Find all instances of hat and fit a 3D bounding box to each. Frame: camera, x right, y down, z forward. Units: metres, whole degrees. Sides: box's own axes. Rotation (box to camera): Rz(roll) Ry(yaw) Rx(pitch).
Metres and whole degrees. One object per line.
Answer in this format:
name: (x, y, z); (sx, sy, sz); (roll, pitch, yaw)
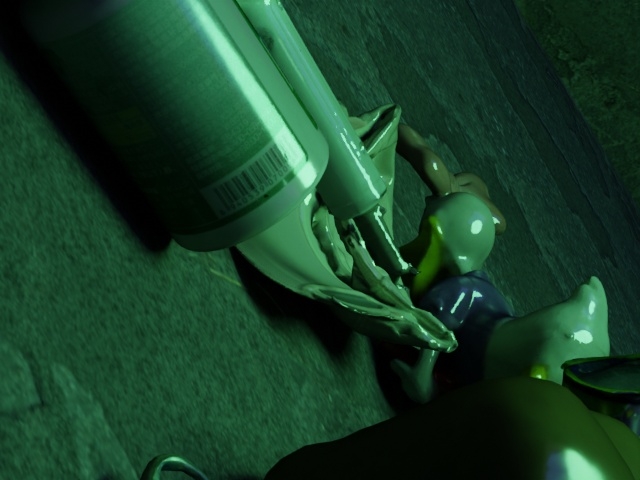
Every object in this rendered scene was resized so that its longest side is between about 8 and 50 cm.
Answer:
hat: (0.000, 0.000, 1.514); (0.226, 0.164, 0.219); (-1, 69, -29)

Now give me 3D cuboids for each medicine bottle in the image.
medicine bottle: (-0.114, -0.132, 1.249); (0.274, 0.133, 0.133); (57, 18, -27)

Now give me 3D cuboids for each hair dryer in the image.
hair dryer: (-0.030, -0.105, 1.381); (0.357, 0.173, 0.107); (59, 19, -12)

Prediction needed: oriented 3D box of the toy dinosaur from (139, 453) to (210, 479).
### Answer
toy dinosaur: (-0.059, 0.267, 0.957); (0.147, 0.076, 0.363); (58, 13, -64)

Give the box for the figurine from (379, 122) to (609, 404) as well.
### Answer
figurine: (0.151, 0.070, 1.640); (0.154, 0.193, 0.421); (34, 16, -42)

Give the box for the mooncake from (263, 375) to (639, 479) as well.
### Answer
mooncake: (0.153, 0.311, 1.203); (0.467, 0.262, 0.467); (53, 19, -27)

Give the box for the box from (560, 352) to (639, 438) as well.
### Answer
box: (0.236, 0.262, 1.470); (0.097, 0.134, 0.346); (27, -62, 54)
